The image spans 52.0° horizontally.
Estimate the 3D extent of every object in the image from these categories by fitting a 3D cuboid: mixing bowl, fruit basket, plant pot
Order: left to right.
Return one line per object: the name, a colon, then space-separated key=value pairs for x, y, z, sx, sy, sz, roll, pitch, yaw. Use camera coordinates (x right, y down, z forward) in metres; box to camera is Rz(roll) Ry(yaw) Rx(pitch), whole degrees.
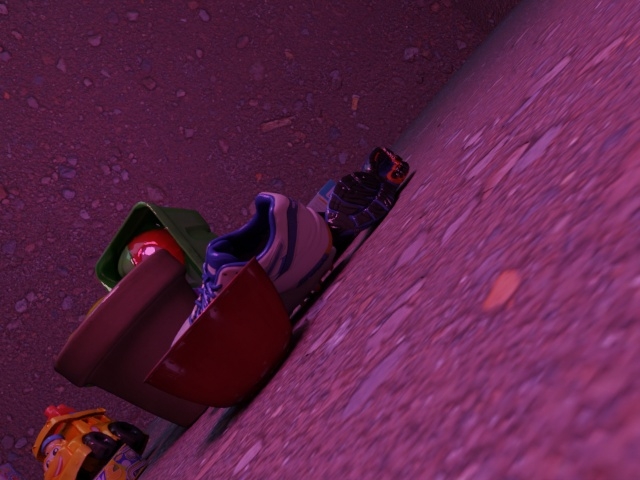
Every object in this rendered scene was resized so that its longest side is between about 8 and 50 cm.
fruit basket: x=-0.327 y=0.139 z=1.314 sx=0.283 sy=0.392 sz=0.392 roll=-47 pitch=3 yaw=31
plant pot: x=-0.263 y=0.183 z=1.088 sx=0.263 sy=0.229 sz=0.263 roll=-48 pitch=3 yaw=3
mixing bowl: x=-0.096 y=0.115 z=0.723 sx=0.181 sy=0.098 sz=0.181 roll=-49 pitch=3 yaw=4

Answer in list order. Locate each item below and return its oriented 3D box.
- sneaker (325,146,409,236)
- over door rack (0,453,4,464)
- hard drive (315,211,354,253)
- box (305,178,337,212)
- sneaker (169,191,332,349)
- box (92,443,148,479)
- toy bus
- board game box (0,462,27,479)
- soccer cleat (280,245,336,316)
sneaker: x=0.067 y=-0.058 z=0.970 sx=0.221 sy=0.083 sz=0.087 roll=-43 pitch=-16 yaw=-51
over door rack: x=-0.701 y=0.620 z=1.303 sx=0.108 sy=0.323 sz=0.239 roll=-12 pitch=6 yaw=3
hard drive: x=-0.066 y=0.022 z=1.105 sx=0.172 sy=0.054 sz=0.255 roll=-1 pitch=-21 yaw=-37
box: x=0.006 y=-0.064 z=1.738 sx=0.060 sy=0.100 sz=0.244 roll=-49 pitch=2 yaw=-27
sneaker: x=-0.123 y=0.058 z=0.864 sx=0.296 sy=0.131 sz=0.112 roll=-51 pitch=45 yaw=2
box: x=-0.377 y=0.439 z=1.140 sx=0.054 sy=0.059 sz=0.169 roll=-49 pitch=2 yaw=35
toy bus: x=-0.485 y=0.406 z=1.301 sx=0.149 sy=0.212 sz=0.220 roll=-59 pitch=-17 yaw=2
board game box: x=-0.563 y=0.527 z=1.288 sx=0.039 sy=0.211 sz=0.160 roll=-49 pitch=2 yaw=-19
soccer cleat: x=-0.056 y=0.073 z=0.940 sx=0.196 sy=0.076 sz=0.068 roll=-48 pitch=2 yaw=4
